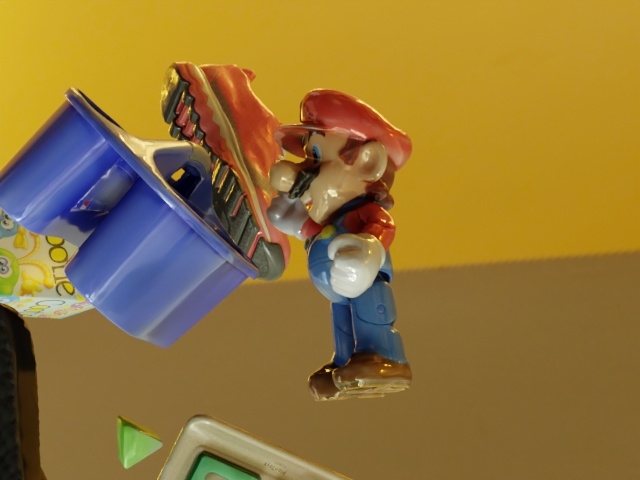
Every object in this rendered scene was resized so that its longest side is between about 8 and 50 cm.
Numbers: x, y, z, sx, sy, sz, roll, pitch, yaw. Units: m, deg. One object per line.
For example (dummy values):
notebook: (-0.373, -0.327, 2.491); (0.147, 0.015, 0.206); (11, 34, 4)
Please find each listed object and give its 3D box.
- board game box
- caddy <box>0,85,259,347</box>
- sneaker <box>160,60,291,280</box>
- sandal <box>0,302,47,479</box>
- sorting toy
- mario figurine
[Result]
board game box: (-0.460, 0.029, 1.914); (0.144, 0.275, 0.142); (-19, -108, 46)
caddy: (-0.182, -0.031, 1.368); (0.179, 0.341, 0.241); (-45, -101, -1)
sneaker: (-0.084, -0.101, 1.654); (0.136, 0.116, 0.313); (-13, -113, -29)
sandal: (-0.296, 0.271, 1.211); (0.168, 0.107, 0.445); (-11, -111, 17)
sorting toy: (-0.072, 0.272, 1.160); (0.196, 0.348, 0.047); (-63, -158, -1)
mario figurine: (0.000, 0.000, 1.345); (0.198, 0.170, 0.320); (-14, -106, 34)
